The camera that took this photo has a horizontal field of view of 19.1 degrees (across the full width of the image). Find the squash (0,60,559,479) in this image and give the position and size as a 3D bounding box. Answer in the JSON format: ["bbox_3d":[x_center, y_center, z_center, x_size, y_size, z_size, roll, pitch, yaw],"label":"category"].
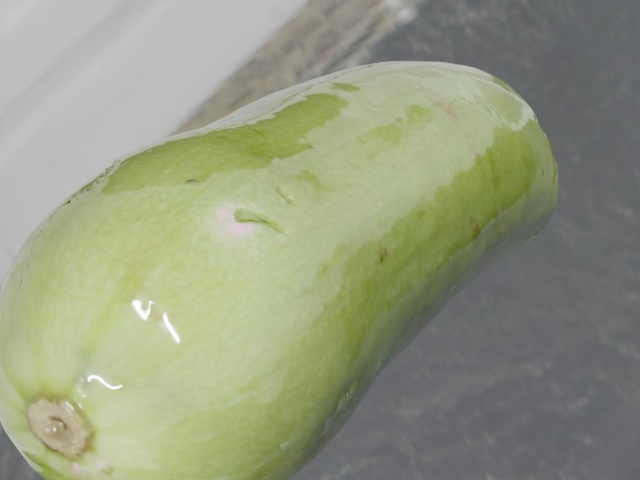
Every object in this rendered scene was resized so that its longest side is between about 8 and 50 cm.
[{"bbox_3d":[0.000,0.000,0.490,0.083,0.083,0.250,-8,11,26],"label":"squash"}]
